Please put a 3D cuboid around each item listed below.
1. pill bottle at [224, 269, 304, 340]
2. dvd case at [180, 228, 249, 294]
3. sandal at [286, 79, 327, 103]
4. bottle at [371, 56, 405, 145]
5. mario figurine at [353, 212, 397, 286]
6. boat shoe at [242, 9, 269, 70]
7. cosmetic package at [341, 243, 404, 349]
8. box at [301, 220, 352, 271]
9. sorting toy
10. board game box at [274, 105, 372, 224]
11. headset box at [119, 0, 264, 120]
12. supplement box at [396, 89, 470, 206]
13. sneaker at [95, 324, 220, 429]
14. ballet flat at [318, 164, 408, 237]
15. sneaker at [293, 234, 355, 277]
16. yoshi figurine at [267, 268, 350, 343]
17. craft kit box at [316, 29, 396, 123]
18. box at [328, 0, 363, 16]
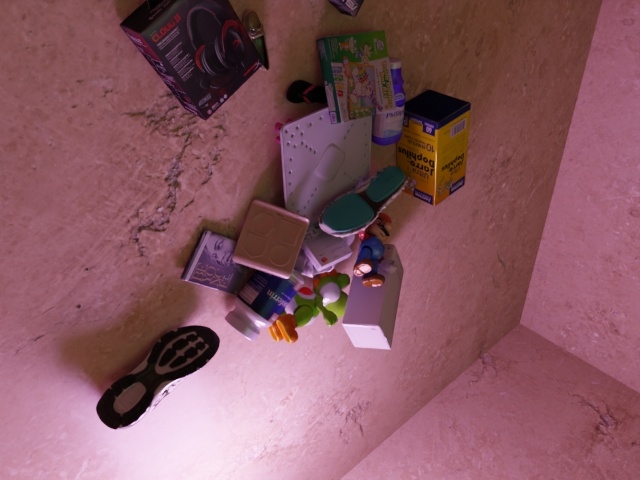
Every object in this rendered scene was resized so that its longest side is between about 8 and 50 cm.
[{"bbox_3d":[-0.187,0.190,1.790,0.264,0.153,0.153,-52,141,-6],"label":"pill bottle"},{"bbox_3d":[-0.306,0.070,1.667,0.221,0.018,0.164,25,91,-48],"label":"dvd case"},{"bbox_3d":[-0.026,-0.438,1.620,0.179,0.040,0.067,-10,124,-43],"label":"sandal"},{"bbox_3d":[0.229,-0.467,1.832,0.118,0.092,0.283,-25,131,-33],"label":"bottle"},{"bbox_3d":[0.211,0.004,1.993,0.198,0.170,0.320,93,6,-47],"label":"mario figurine"},{"bbox_3d":[-0.163,-0.519,1.413,0.056,0.048,0.153,-31,135,-30],"label":"boat shoe"},{"bbox_3d":[0.211,0.213,2.096,0.197,0.155,0.365,65,34,-47],"label":"cosmetic package"},{"bbox_3d":[0.000,0.000,1.837,0.145,0.186,0.038,-24,158,-36],"label":"box"},{"bbox_3d":[-0.154,-0.004,1.697,0.193,0.038,0.208,20,92,-14],"label":"sorting toy"},{"bbox_3d":[0.017,-0.258,1.761,0.390,0.050,0.390,-31,137,-33],"label":"board game box"},{"bbox_3d":[-0.295,-0.465,1.258,0.218,0.110,0.293,-48,141,-11],"label":"headset box"},{"bbox_3d":[0.417,-0.345,2.034,0.195,0.194,0.356,-34,136,-27],"label":"supplement box"},{"bbox_3d":[-0.491,0.416,1.673,0.410,0.158,0.182,-37,168,-27],"label":"sneaker"},{"bbox_3d":[0.148,-0.115,1.881,0.409,0.147,0.147,-35,137,-29],"label":"ballet flat"},{"bbox_3d":[0.030,0.049,1.926,0.305,0.152,0.114,-29,133,-34],"label":"sneaker"},{"bbox_3d":[-0.012,0.264,2.015,0.362,0.203,0.203,-34,152,-30],"label":"yoshi figurine"},{"bbox_3d":[0.115,-0.499,1.654,0.246,0.061,0.250,-24,110,-39],"label":"craft kit box"},{"bbox_3d":[0.052,-0.772,1.461,0.270,0.060,0.216,20,100,-51],"label":"box"}]
